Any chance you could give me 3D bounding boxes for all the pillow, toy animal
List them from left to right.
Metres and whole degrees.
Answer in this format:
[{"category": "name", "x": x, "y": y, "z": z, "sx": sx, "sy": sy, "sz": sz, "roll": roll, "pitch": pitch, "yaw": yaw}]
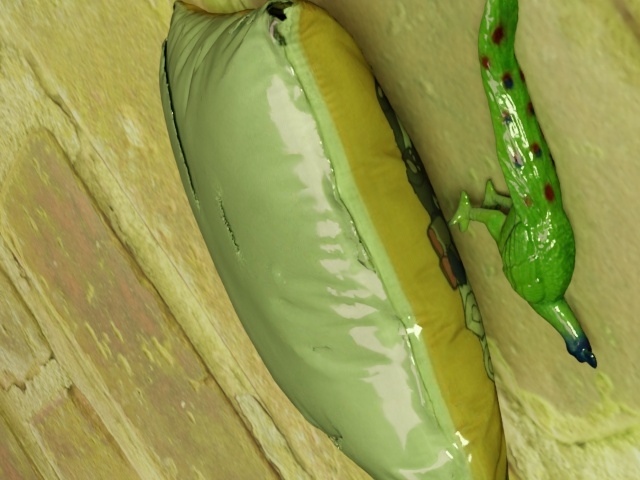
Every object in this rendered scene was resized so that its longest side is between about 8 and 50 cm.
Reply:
[{"category": "pillow", "x": 0.000, "y": 0.000, "z": 0.822, "sx": 0.310, "sy": 0.119, "sz": 0.312, "roll": 65, "pitch": 169, "yaw": -13}, {"category": "toy animal", "x": 0.099, "y": -0.033, "z": 0.756, "sx": 0.075, "sy": 0.041, "sz": 0.217, "roll": 11, "pitch": 122, "yaw": 57}]
